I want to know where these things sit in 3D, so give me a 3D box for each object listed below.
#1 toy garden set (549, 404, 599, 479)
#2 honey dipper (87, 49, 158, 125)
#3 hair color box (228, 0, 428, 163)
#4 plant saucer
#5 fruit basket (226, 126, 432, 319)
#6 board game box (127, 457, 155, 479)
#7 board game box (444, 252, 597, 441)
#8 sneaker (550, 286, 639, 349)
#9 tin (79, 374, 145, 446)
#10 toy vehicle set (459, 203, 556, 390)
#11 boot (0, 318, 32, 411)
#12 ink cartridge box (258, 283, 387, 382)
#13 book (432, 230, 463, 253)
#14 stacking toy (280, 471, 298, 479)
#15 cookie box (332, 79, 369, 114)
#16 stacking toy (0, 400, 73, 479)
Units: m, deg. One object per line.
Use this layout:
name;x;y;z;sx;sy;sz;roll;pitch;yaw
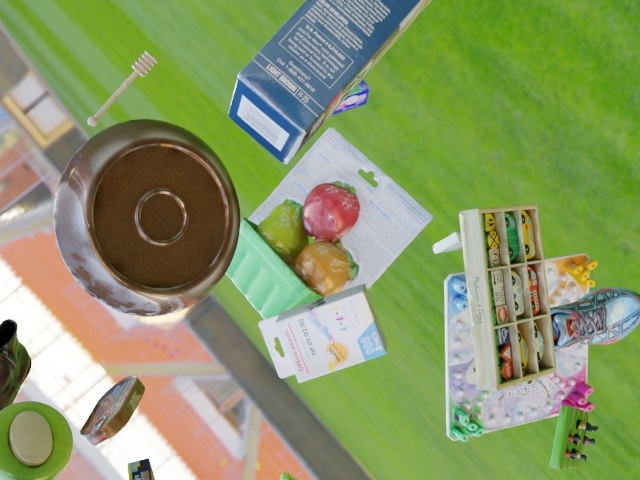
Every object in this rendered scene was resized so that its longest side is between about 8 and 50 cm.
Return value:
toy garden set;0.456;0.405;1.694;0.049;0.204;0.244;9;172;24
honey dipper;-0.343;-0.258;1.621;0.030;0.161;0.030;42;-179;-1
hair color box;0.041;-0.265;1.149;0.105;0.347;0.174;40;168;-3
plant saucer;-0.253;-0.036;1.461;0.311;0.310;0.050;53;153;-21
fruit basket;0.000;0.000;1.793;0.327;0.353;0.165;45;180;37
board game box;-0.332;0.536;1.841;0.141;0.048;0.170;-115;15;-55
board game box;0.466;0.245;2.155;0.050;0.389;0.390;-156;61;-64
sneaker;0.468;0.161;1.729;0.125;0.261;0.104;-15;-94;-73
tin;-0.404;0.332;1.846;0.040;0.106;0.190;51;-159;-14
toy vehicle set;0.285;0.081;1.424;0.035;0.166;0.267;-6;91;44
boot;-0.607;0.283;1.704;0.090;0.248;0.207;19;146;4
ink cartridge box;0.000;0.148;1.441;0.061;0.181;0.104;-64;-47;-79
book;0.331;-0.002;2.070;0.096;0.144;0.035;-35;68;57
stacking toy;-0.015;0.612;2.020;0.221;0.167;0.052;28;139;-3
cookie box;0.014;-0.259;1.537;0.107;0.091;0.040;57;155;27
stacking toy;-0.482;0.309;1.310;0.309;0.280;0.130;23;140;-12
